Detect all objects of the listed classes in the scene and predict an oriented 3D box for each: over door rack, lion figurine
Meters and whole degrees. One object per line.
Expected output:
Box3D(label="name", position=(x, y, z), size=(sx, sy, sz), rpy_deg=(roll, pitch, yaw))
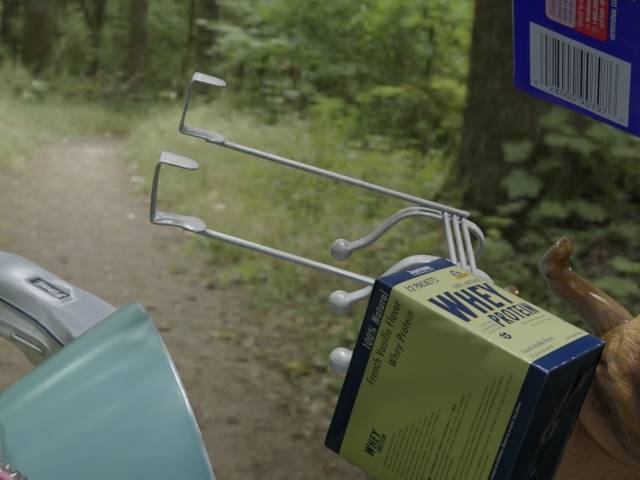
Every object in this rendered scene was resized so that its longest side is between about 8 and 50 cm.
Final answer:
Box3D(label="over door rack", position=(0.000, 0.000, 1.150), size=(0.324, 0.108, 0.239), rpy_deg=(27, 21, -11))
Box3D(label="lion figurine", position=(0.195, 0.161, 1.046), size=(0.240, 0.392, 0.142), rpy_deg=(47, 52, 9))

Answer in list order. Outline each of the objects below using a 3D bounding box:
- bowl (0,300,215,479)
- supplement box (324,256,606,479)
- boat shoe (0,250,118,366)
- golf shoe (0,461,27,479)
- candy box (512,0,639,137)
Box3D(label="bowl", position=(-0.186, 0.221, 1.103), size=(0.163, 0.312, 0.311), rpy_deg=(-16, 14, -15))
Box3D(label="supplement box", position=(0.059, 0.064, 0.555), size=(0.083, 0.083, 0.056), rpy_deg=(28, 23, 29))
Box3D(label="boat shoe", position=(-0.285, 0.101, 1.455), size=(0.258, 0.084, 0.095), rpy_deg=(31, 25, 29))
Box3D(label="golf shoe", position=(-0.268, 0.154, 0.822), size=(0.186, 0.086, 0.067), rpy_deg=(22, -24, 10))
Box3D(label="candy box", position=(0.261, -0.272, 0.899), size=(0.122, 0.268, 0.317), rpy_deg=(30, 60, 30))
